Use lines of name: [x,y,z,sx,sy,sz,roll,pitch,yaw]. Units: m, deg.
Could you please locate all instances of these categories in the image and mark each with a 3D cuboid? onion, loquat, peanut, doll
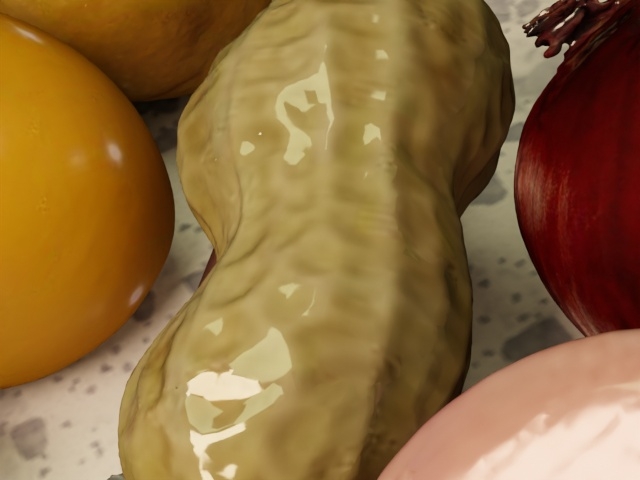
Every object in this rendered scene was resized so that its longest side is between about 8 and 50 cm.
onion: [0.226,-0.015,0.655,0.273,0.285,0.273,-28,7,4]
loquat: [-0.122,-0.164,0.906,0.176,0.234,0.187,-26,70,34]
peanut: [0.000,0.000,0.639,0.136,0.120,0.298,8,52,7]
doll: [-0.193,0.002,0.779,0.213,0.213,0.236,12,66,29]

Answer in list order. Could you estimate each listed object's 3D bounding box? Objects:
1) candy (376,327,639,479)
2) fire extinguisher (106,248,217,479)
candy: [0.121,0.156,0.516,0.255,0.094,0.255,-6,74,23]
fire extinguisher: [-0.015,0.023,0.753,0.105,0.104,0.269,1,48,21]
